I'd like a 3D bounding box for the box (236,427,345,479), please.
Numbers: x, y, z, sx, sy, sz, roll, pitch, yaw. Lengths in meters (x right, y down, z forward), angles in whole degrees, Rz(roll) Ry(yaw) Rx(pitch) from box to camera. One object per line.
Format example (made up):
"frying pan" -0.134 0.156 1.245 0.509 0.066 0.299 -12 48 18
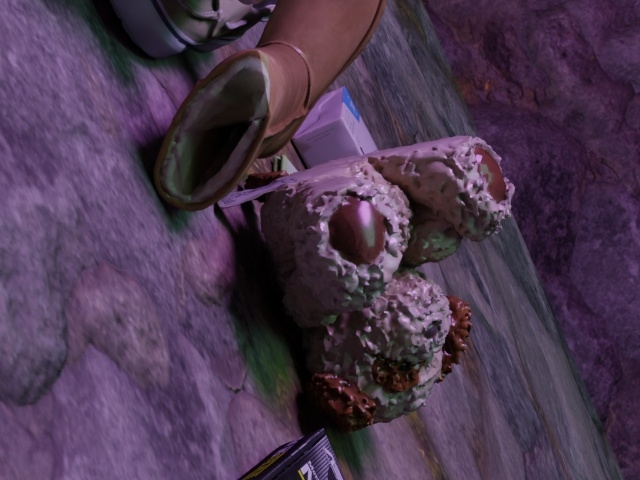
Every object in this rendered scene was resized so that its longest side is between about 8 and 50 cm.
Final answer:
"box" 0.003 0.237 1.103 0.191 0.045 0.184 67 15 2

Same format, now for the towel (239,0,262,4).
"towel" -0.144 -0.378 1.308 0.320 0.090 0.374 39 23 -21

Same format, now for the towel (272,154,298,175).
"towel" 0.000 0.000 1.551 0.152 0.023 0.113 55 16 -38

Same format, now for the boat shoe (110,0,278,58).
"boat shoe" -0.103 -0.219 1.367 0.109 0.094 0.302 66 13 -1

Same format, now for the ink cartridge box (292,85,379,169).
"ink cartridge box" 0.039 -0.062 1.727 0.180 0.060 0.104 61 13 -20

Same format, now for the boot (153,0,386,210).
"boot" -0.029 -0.144 1.292 0.089 0.236 0.269 27 12 3

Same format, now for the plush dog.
"plush dog" 0.034 0.047 1.363 0.262 0.210 0.225 -25 107 -49
